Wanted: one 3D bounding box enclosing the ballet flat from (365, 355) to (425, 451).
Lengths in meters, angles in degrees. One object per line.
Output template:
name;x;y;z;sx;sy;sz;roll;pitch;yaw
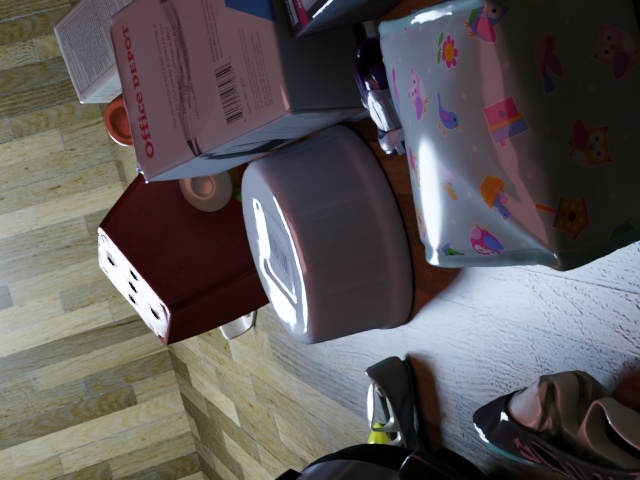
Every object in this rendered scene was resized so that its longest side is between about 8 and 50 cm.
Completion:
ballet flat;0.100;0.257;1.661;0.072;0.068;0.213;-150;45;-67

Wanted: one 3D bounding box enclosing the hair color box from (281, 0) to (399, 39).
hair color box;0.041;-0.335;1.180;0.374;0.113;0.185;160;93;-73

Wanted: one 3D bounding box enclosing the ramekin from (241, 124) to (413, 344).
ramekin;0.000;0.000;1.609;0.277;0.135;0.277;163;90;-73

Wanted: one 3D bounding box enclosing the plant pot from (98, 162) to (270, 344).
plant pot;-0.206;0.011;1.977;0.267;0.235;0.267;48;159;10

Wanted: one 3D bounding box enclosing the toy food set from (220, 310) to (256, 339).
toy food set;-0.199;0.030;2.352;0.306;0.092;0.220;104;145;-59

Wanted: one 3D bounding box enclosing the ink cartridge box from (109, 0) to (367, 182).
ink cartridge box;-0.106;-0.218;1.504;0.307;0.129;0.223;-18;82;48

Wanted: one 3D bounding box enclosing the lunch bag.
lunch bag;0.145;-0.095;1.012;0.262;0.160;0.223;2;109;67

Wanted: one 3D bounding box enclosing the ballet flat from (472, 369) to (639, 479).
ballet flat;0.239;0.173;1.111;0.280;0.095;0.096;27;123;54

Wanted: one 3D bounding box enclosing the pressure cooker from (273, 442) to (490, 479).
pressure cooker;0.047;0.450;1.449;0.369;0.420;0.376;-16;102;42

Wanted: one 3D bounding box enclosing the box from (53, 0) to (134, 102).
box;-0.263;-0.341;1.899;0.311;0.121;0.148;-28;78;42

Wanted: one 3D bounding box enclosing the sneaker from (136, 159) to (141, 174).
sneaker;-0.268;-0.187;2.241;0.087;0.083;0.221;-42;29;60

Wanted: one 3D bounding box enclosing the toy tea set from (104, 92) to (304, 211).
toy tea set;-0.162;-0.167;1.820;0.336;0.124;0.200;40;120;5

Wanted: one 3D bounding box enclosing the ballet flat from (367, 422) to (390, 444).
ballet flat;0.098;0.376;1.769;0.077;0.077;0.231;127;124;-71

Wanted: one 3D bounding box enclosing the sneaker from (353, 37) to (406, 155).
sneaker;0.070;-0.169;1.223;0.224;0.083;0.098;-103;-13;-65
